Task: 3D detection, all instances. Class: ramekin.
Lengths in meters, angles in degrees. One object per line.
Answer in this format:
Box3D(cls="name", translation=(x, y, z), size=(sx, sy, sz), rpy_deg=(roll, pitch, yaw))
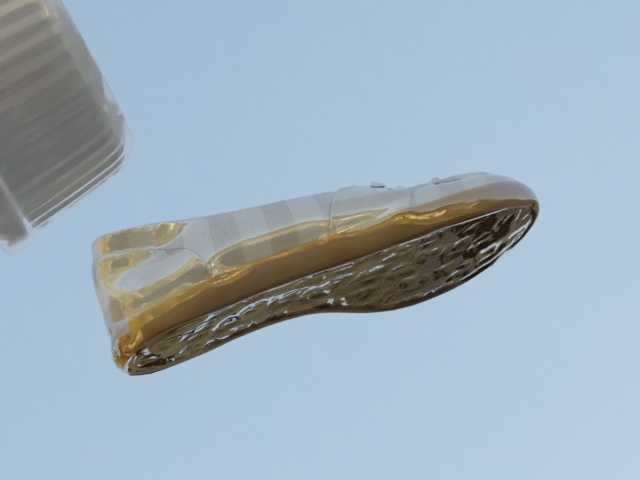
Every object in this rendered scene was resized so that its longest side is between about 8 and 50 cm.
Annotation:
Box3D(cls="ramekin", translation=(-0.205, -0.105, 1.234), size=(0.109, 0.207, 0.207), rpy_deg=(-30, -62, -6))

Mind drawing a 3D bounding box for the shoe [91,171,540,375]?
Box3D(cls="shoe", translation=(0.000, 0.000, 0.874), size=(0.219, 0.058, 0.076), rpy_deg=(-16, -27, -24))
